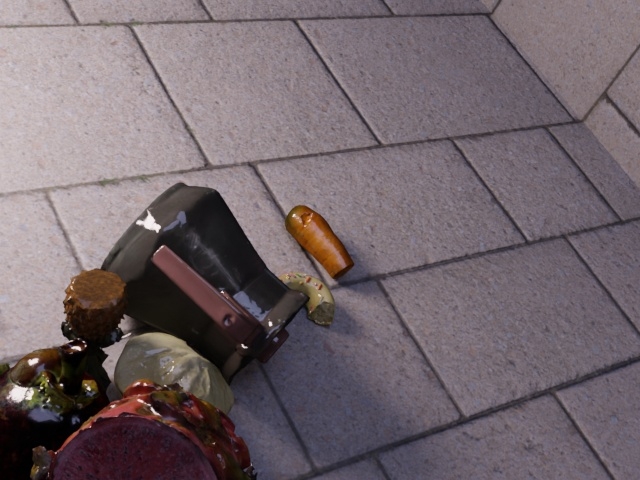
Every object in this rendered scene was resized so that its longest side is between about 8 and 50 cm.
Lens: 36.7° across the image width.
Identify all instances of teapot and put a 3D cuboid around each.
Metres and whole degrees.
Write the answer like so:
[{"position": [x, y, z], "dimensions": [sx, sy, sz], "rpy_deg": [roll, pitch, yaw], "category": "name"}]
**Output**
[{"position": [-0.215, 0.089, 1.849], "dimensions": [0.361, 0.376, 0.306], "rpy_deg": [40, 88, 1], "category": "teapot"}]

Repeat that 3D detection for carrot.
[{"position": [0.000, 0.000, 2.226], "dimensions": [0.193, 0.087, 0.087], "rpy_deg": [45, 45, 13], "category": "carrot"}]

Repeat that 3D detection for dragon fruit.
[{"position": [-0.255, 0.370, 1.512], "dimensions": [0.314, 0.296, 0.263], "rpy_deg": [58, 7, -6], "category": "dragon fruit"}]

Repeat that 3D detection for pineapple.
[{"position": [-0.412, 0.171, 1.705], "dimensions": [0.119, 0.277, 0.130], "rpy_deg": [31, 48, 8], "category": "pineapple"}]

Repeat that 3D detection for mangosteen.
[{"position": [-0.442, 0.282, 1.580], "dimensions": [0.231, 0.289, 0.231], "rpy_deg": [17, 41, -16], "category": "mangosteen"}]

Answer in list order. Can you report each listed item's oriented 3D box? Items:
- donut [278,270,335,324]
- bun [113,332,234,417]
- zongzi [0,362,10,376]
[{"position": [-0.043, 0.115, 2.105], "dimensions": [0.165, 0.065, 0.108], "rpy_deg": [15, 45, -15], "category": "donut"}, {"position": [-0.252, 0.267, 1.728], "dimensions": [0.244, 0.153, 0.244], "rpy_deg": [46, 4, -4], "category": "bun"}, {"position": [-0.585, 0.282, 1.682], "dimensions": [0.109, 0.055, 0.119], "rpy_deg": [-9, 66, -31], "category": "zongzi"}]
